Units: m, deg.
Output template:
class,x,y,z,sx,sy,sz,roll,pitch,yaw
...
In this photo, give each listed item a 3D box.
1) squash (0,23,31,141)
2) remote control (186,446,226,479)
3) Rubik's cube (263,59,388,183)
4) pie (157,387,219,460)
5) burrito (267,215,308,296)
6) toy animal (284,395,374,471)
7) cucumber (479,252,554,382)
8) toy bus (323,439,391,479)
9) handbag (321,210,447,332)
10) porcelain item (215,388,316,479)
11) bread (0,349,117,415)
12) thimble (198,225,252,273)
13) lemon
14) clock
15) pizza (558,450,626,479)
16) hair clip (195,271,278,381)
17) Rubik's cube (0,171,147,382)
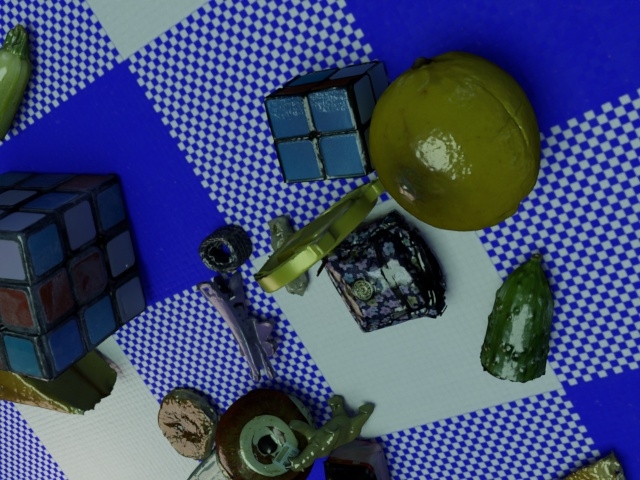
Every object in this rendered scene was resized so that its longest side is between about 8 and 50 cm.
class,x,y,z,sx,sy,sz,roll,pitch,yaw
squash,-0.695,-0.334,1.882,0.137,0.137,0.287,45,123,-2
remote control,-0.270,0.605,2.224,0.104,0.052,0.247,42,127,5
Rubik's cube,0.025,-0.215,1.569,0.184,0.180,0.167,-3,114,25
pie,-0.333,0.457,2.166,0.195,0.046,0.195,12,112,31
burrito,-0.069,0.036,1.829,0.058,0.045,0.188,-1,117,34
toy animal,0.015,0.430,1.912,0.103,0.219,0.101,22,123,39
cucumber,0.381,0.138,1.632,0.134,0.134,0.244,14,111,18
toy bus,0.102,0.606,1.987,0.128,0.147,0.302,-3,116,26
handbag,0.131,0.070,1.704,0.208,0.127,0.228,-22,98,33
porcelain item,-0.126,0.467,2.010,0.253,0.253,0.252,11,120,20
bread,-0.689,0.270,2.140,0.362,0.233,0.244,10,118,16
thimble,-0.206,0.021,1.874,0.104,0.066,0.095,-32,98,37
lemon,0.224,-0.161,1.447,0.297,0.297,0.297,11,120,20
clock,0.002,0.004,1.633,0.071,0.277,0.293,50,149,-8
pizza,0.560,0.555,1.793,0.189,0.071,0.296,10,117,35
hair clip,-0.169,0.184,1.936,0.137,0.090,0.278,-16,112,36
Rubik's cube,-0.649,0.060,1.926,0.362,0.363,0.358,7,115,26
